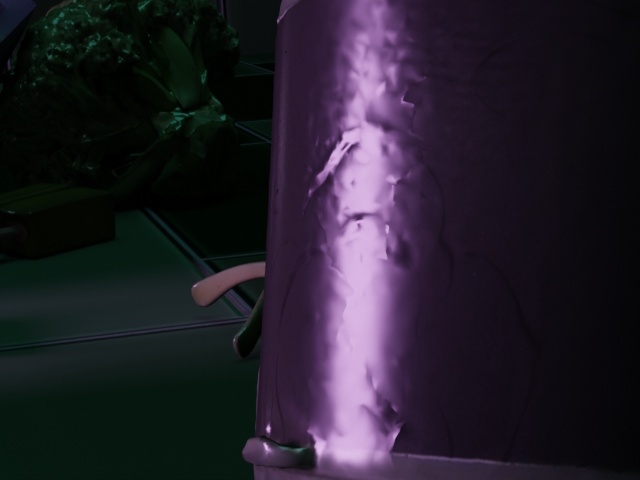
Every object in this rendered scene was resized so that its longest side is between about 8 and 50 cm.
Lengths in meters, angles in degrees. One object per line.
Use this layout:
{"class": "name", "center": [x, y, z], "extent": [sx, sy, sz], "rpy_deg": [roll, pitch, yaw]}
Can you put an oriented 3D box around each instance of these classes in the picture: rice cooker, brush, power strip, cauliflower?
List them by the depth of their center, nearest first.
{"class": "rice cooker", "center": [0.116, 0.019, 0.609], "extent": [0.288, 0.277, 0.288], "rpy_deg": [2, -5, 0]}
{"class": "brush", "center": [-0.297, -0.005, 1.419], "extent": [0.103, 0.047, 0.233], "rpy_deg": [6, 16, 38]}
{"class": "power strip", "center": [-0.362, -0.137, 1.613], "extent": [0.037, 0.279, 0.109], "rpy_deg": [34, 42, -5]}
{"class": "cauliflower", "center": [-0.193, -0.133, 1.659], "extent": [0.250, 0.275, 0.272], "rpy_deg": [35, 5, 16]}

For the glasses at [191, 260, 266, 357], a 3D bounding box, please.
{"class": "glasses", "center": [0.018, 0.032, 1.123], "extent": [0.207, 0.102, 0.239], "rpy_deg": [-31, 12, 5]}
